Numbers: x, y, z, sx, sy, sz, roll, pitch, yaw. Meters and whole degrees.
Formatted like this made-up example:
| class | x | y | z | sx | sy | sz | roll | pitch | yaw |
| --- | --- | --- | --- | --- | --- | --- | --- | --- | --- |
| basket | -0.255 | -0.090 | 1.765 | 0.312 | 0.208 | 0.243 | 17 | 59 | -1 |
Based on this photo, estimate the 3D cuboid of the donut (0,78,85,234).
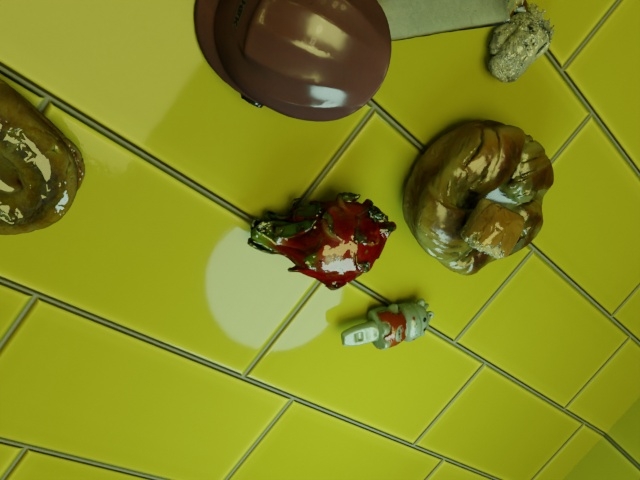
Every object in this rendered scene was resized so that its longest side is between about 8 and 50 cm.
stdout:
| class | x | y | z | sx | sy | sz | roll | pitch | yaw |
| --- | --- | --- | --- | --- | --- | --- | --- | --- | --- |
| donut | -0.503 | -0.121 | 0.909 | 0.208 | 0.128 | 0.261 | -43 | 125 | 3 |

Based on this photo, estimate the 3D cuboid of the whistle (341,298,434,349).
| class | x | y | z | sx | sy | sz | roll | pitch | yaw |
| --- | --- | --- | --- | --- | --- | --- | --- | --- | --- |
| whistle | 0.168 | 0.207 | 1.431 | 0.253 | 0.106 | 0.102 | -10 | 80 | -19 |

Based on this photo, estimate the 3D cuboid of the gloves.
| class | x | y | z | sx | sy | sz | roll | pitch | yaw |
| --- | --- | --- | --- | --- | --- | --- | --- | --- | --- |
| gloves | 0.407 | -0.402 | 1.217 | 0.153 | 0.070 | 0.114 | -46 | 126 | 7 |

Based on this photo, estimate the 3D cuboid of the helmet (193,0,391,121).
| class | x | y | z | sx | sy | sz | roll | pitch | yaw |
| --- | --- | --- | --- | --- | --- | --- | --- | --- | --- |
| helmet | -0.025 | -0.327 | 0.981 | 0.338 | 0.197 | 0.271 | 15 | 112 | -32 |

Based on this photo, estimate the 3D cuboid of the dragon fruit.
| class | x | y | z | sx | sy | sz | roll | pitch | yaw |
| --- | --- | --- | --- | --- | --- | --- | --- | --- | --- |
| dragon fruit | 0.005 | -0.018 | 1.186 | 0.269 | 0.198 | 0.200 | 25 | 116 | -19 |

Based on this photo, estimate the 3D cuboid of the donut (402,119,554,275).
| class | x | y | z | sx | sy | sz | roll | pitch | yaw |
| --- | --- | --- | --- | --- | --- | --- | --- | --- | --- |
| donut | 0.347 | -0.091 | 1.306 | 0.360 | 0.170 | 0.361 | -11 | 119 | -21 |

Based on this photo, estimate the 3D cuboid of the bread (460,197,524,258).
| class | x | y | z | sx | sy | sz | roll | pitch | yaw |
| --- | --- | --- | --- | --- | --- | --- | --- | --- | --- |
| bread | 0.352 | -0.020 | 1.192 | 0.125 | 0.082 | 0.106 | 21 | 110 | -34 |

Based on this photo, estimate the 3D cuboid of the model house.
| class | x | y | z | sx | sy | sz | roll | pitch | yaw |
| --- | --- | --- | --- | --- | --- | --- | --- | --- | --- |
| model house | 0.233 | -0.475 | 1.031 | 0.206 | 0.270 | 0.178 | -53 | 131 | -36 |
